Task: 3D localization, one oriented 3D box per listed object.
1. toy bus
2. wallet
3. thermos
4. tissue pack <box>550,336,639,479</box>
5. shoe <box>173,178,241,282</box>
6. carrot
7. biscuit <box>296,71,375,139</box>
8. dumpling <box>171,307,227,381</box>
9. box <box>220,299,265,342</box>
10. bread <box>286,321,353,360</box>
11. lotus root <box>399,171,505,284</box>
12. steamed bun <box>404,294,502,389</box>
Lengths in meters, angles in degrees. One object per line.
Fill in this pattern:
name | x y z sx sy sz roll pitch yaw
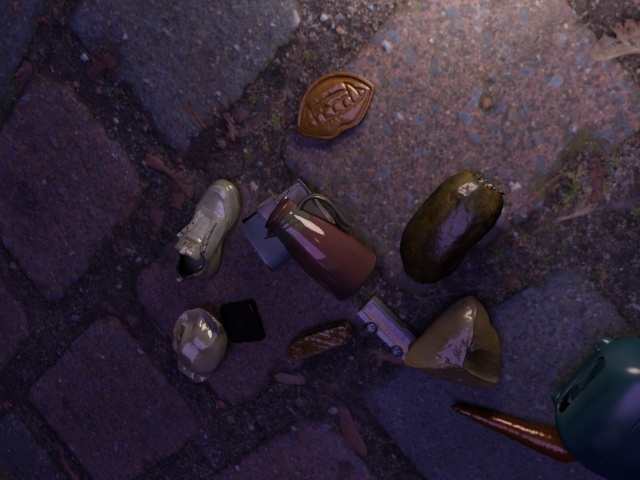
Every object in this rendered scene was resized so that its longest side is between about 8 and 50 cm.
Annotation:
toy bus | 0.179 0.228 1.312 0.190 0.064 0.075 42 105 6
wallet | -0.089 -0.043 1.337 0.231 0.069 0.170 -35 95 22
thermos | 0.000 0.000 1.228 0.265 0.146 0.176 41 104 -14
tissue pack | 0.631 0.348 1.079 0.206 0.198 0.287 29 120 10
shoe | -0.327 -0.012 1.396 0.124 0.159 0.316 26 117 15
carrot | 0.487 0.470 1.258 0.336 0.069 0.069 14 111 22
biscuit | 0.029 -0.321 1.221 0.220 0.029 0.142 -22 96 27
dumpling | -0.362 0.312 1.523 0.162 0.132 0.250 21 113 12
box | -0.231 0.240 1.507 0.125 0.027 0.126 -11 103 28
bread | -0.003 0.270 1.404 0.214 0.053 0.073 -25 99 24
lotus root | 0.278 -0.025 1.137 0.152 0.160 0.275 30 116 0
steamed bun | 0.346 0.269 1.210 0.212 0.110 0.231 36 105 -5
